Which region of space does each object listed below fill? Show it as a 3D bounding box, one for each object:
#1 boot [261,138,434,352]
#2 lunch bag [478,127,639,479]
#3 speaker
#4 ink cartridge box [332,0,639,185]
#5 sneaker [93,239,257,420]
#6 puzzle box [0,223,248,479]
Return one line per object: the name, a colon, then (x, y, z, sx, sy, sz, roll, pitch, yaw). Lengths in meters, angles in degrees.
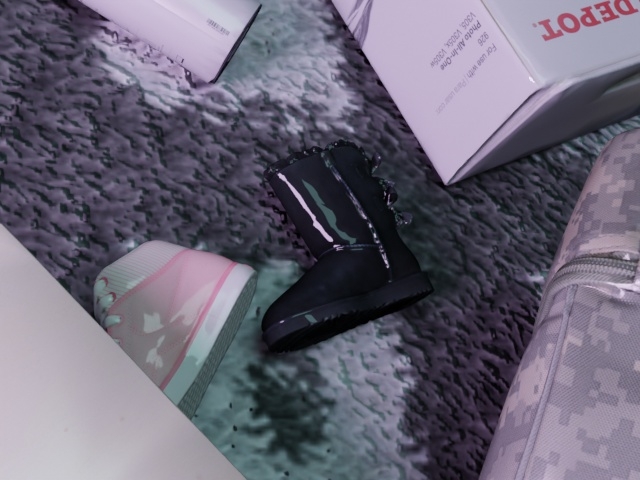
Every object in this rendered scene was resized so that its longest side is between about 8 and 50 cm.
boot: (0.000, 0.000, 0.630, 0.121, 0.045, 0.099, -17, 74, -38)
lunch bag: (0.218, 0.121, 0.533, 0.305, 0.212, 0.256, 19, 60, 11)
speaker: (-0.104, -0.146, 0.655, 0.136, 0.055, 0.055, 32, 55, -6)
ink cartridge box: (0.106, -0.203, 0.741, 0.211, 0.121, 0.289, -21, 74, -32)
sneaker: (-0.089, 0.057, 0.559, 0.070, 0.051, 0.134, 24, 63, 7)
puzzle box: (-0.178, 0.214, 0.399, 0.272, 0.052, 0.409, 46, 62, 4)
